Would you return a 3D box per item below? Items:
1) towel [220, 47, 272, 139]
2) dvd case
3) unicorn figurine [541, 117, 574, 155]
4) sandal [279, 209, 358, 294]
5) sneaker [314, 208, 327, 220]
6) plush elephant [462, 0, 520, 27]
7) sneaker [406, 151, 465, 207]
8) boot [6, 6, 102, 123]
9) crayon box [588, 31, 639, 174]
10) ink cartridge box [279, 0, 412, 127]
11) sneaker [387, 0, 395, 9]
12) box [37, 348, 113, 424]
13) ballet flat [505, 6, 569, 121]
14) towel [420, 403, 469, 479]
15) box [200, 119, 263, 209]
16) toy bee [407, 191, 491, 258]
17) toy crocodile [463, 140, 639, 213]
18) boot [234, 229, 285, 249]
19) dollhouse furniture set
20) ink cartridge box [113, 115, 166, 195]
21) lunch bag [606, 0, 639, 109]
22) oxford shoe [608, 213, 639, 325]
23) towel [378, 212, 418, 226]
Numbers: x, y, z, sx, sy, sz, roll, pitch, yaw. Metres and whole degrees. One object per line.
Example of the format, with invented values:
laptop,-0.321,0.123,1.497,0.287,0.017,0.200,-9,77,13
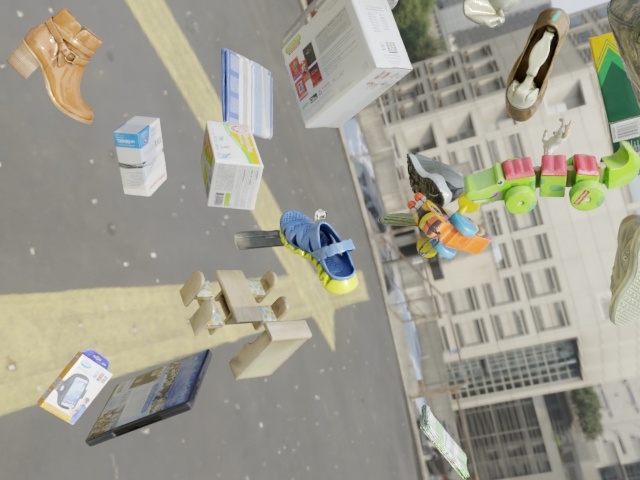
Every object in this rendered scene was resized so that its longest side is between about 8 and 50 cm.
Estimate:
towel,-0.201,-0.398,1.697,0.285,0.034,0.209,-6,95,-70
dvd case,-0.357,0.328,1.290,0.022,0.253,0.180,61,16,-22
unicorn figurine,0.705,-0.295,1.850,0.162,0.060,0.111,96,9,-63
sandal,0.000,0.000,1.658,0.317,0.126,0.138,41,-42,36
sneaker,0.002,-0.089,2.152,0.083,0.037,0.031,-55,159,-61
plush elephant,0.494,-0.755,1.724,0.255,0.330,0.271,36,59,-9
sneaker,0.303,-0.164,1.612,0.271,0.108,0.100,-122,-163,-58
boot,-0.690,-0.484,1.715,0.283,0.220,0.109,47,2,-33
crayon box,0.930,-0.413,1.905,0.363,0.106,0.313,38,45,-54
ink cartridge box,0.052,-0.481,1.581,0.130,0.309,0.271,-10,78,-38
sneaker,0.203,-0.654,1.576,0.115,0.105,0.281,31,0,0
box,-0.473,0.282,1.199,0.136,0.028,0.081,-53,126,-15
ballet flat,0.587,-0.467,1.698,0.124,0.116,0.342,-50,161,-46
towel,0.278,0.444,1.366,0.152,0.023,0.113,50,14,-1
box,-0.203,-0.172,1.366,0.203,0.103,0.114,-113,-147,-52
toy bee,0.294,-0.051,1.461,0.162,0.195,0.298,55,9,27
toy crocodile,0.469,-0.132,1.264,0.105,0.341,0.115,71,22,-43
boot,-0.154,0.004,1.918,0.189,0.209,0.076,71,6,-69
dollhouse furniture set,-0.148,0.151,1.330,0.212,0.161,0.242,3,49,-44
ink cartridge box,-0.541,-0.255,1.854,0.148,0.086,0.203,-69,163,-58
lunch bag,0.712,-0.369,1.214,0.305,0.213,0.256,51,4,-31
oxford shoe,1.042,0.095,2.041,0.130,0.169,0.449,-118,-163,-54
towel,0.239,-0.057,1.628,0.110,0.148,0.027,-13,104,-55
